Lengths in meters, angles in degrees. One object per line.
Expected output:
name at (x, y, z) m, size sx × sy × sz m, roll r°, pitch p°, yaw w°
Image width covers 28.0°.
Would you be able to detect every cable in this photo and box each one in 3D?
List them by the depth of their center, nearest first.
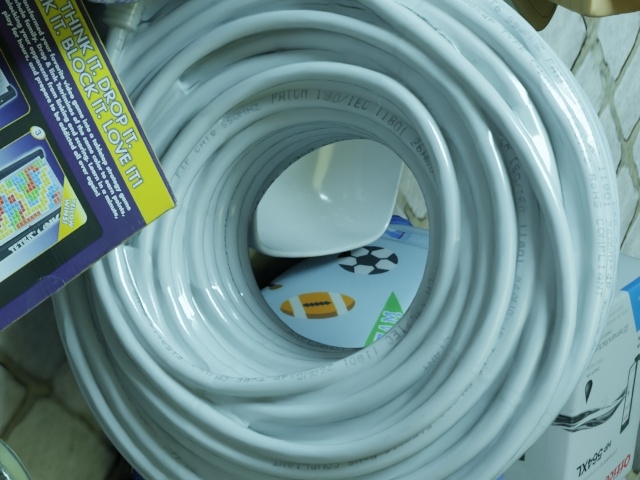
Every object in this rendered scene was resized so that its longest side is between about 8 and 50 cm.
cable at (0.000, 0.000, 0.562) m, size 0.257 × 0.257 × 0.089 m, roll -66°, pitch 161°, yaw 7°

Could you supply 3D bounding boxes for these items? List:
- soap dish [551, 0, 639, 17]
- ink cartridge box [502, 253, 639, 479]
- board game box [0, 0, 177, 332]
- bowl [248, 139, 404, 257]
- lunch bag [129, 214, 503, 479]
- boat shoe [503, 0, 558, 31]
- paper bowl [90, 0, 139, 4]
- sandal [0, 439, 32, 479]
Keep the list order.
soap dish at (0.156, -0.265, 0.640) m, size 0.229 × 0.118 × 0.291 m, roll -21°, pitch 113°, yaw -54°
ink cartridge box at (0.208, 0.123, 1.076) m, size 0.148 × 0.085 × 0.203 m, roll -26°, pitch 124°, yaw -48°
board game box at (-0.145, -0.052, 0.460) m, size 0.141 × 0.048 × 0.170 m, roll -40°, pitch 114°, yaw -42°
bowl at (-0.007, -0.065, 0.703) m, size 0.142 × 0.053 × 0.142 m, roll -6°, pitch 109°, yaw -56°
lunch bag at (0.008, 0.137, 0.765) m, size 0.303 × 0.115 × 0.243 m, roll -34°, pitch 133°, yaw -46°
boat shoe at (0.058, -0.213, 0.696) m, size 0.285 × 0.092 × 0.103 m, roll 40°, pitch 63°, yaw -52°
paper bowl at (-0.016, -0.218, 0.395) m, size 0.284 × 0.148 × 0.284 m, roll -42°, pitch 180°, yaw 0°
sandal at (-0.154, 0.202, 0.574) m, size 0.086 × 0.120 × 0.303 m, roll -74°, pitch 164°, yaw -59°
